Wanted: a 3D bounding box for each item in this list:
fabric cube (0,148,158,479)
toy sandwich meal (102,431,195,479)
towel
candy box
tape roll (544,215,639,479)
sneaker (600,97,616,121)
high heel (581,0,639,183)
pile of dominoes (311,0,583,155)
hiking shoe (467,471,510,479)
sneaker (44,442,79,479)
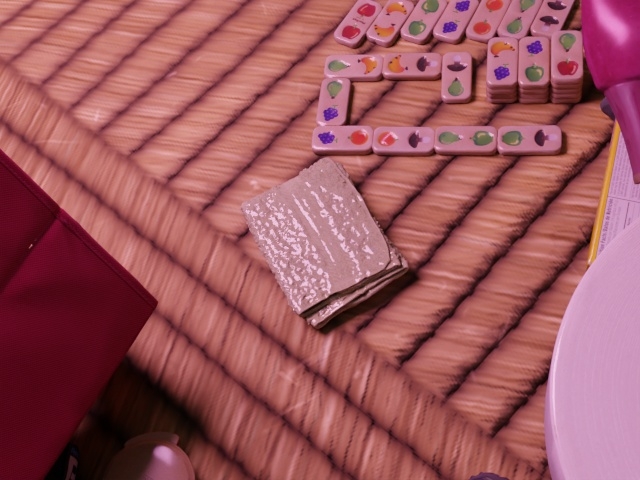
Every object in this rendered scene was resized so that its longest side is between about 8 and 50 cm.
[{"bbox_3d":[-0.333,0.068,0.880,0.254,0.259,0.258,5,56,44],"label":"fabric cube"},{"bbox_3d":[-0.138,0.197,0.944,0.085,0.029,0.086,-3,63,6],"label":"toy sandwich meal"},{"bbox_3d":[0.000,0.000,1.038,0.110,0.027,0.148,-29,60,-7],"label":"towel"},{"bbox_3d":[0.297,-0.057,0.997,0.105,0.027,0.206,13,70,10],"label":"candy box"},{"bbox_3d":[0.361,0.129,0.849,0.392,0.072,0.392,-3,63,6],"label":"tape roll"},{"bbox_3d":[0.285,-0.103,1.046,0.083,0.031,0.035,31,69,25],"label":"sneaker"},{"bbox_3d":[0.402,-0.176,0.957,0.377,0.127,0.181,-15,88,-15],"label":"high heel"},{"bbox_3d":[0.122,-0.172,1.113,0.251,0.040,0.196,1,59,10],"label":"pile of dominoes"},{"bbox_3d":[0.137,0.272,0.813,0.114,0.086,0.227,-23,59,-8],"label":"hiking shoe"},{"bbox_3d":[-0.202,0.222,0.908,0.216,0.079,0.121,20,66,22],"label":"sneaker"}]
